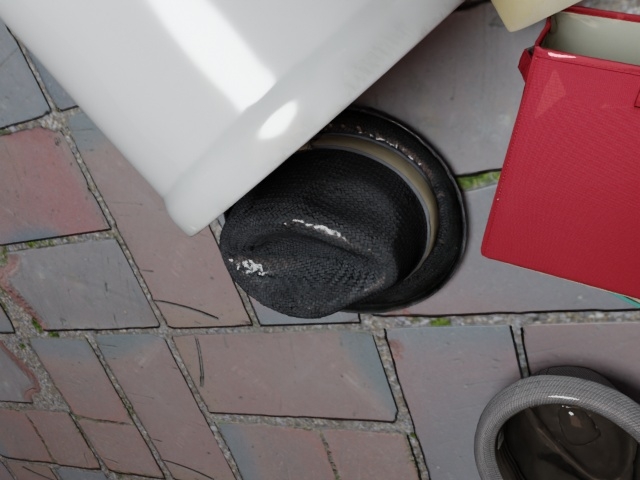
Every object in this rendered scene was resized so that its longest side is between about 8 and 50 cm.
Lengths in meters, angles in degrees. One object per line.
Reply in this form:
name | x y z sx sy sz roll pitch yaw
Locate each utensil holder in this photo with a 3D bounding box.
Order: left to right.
utensil holder | -0.116 -0.252 0.501 0.327 0.328 0.385 -34 101 37

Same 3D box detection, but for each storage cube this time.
storage cube | 0.269 -0.082 0.532 0.214 0.184 0.193 17 126 15

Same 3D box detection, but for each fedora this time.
fedora | 0.000 0.000 0.731 0.333 0.152 0.334 12 124 19
fedora | 0.330 0.269 0.756 0.243 0.124 0.275 -36 92 35

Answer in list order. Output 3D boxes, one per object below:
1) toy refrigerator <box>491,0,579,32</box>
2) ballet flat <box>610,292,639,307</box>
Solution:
toy refrigerator | 0.121 -0.300 0.452 0.094 0.102 0.269 -19 136 33
ballet flat | 0.388 0.071 0.575 0.248 0.086 0.086 43 142 48
